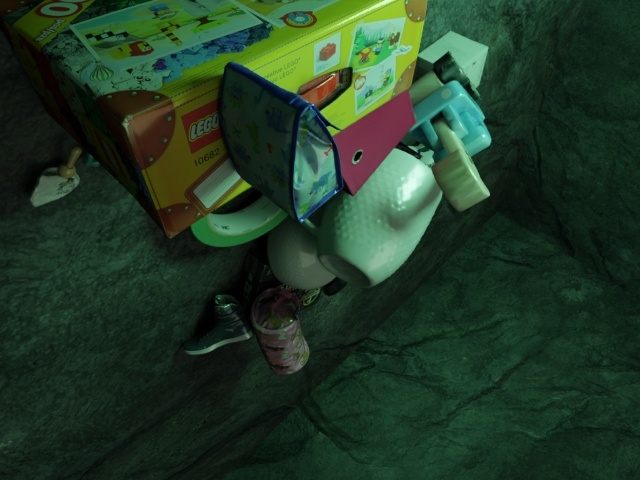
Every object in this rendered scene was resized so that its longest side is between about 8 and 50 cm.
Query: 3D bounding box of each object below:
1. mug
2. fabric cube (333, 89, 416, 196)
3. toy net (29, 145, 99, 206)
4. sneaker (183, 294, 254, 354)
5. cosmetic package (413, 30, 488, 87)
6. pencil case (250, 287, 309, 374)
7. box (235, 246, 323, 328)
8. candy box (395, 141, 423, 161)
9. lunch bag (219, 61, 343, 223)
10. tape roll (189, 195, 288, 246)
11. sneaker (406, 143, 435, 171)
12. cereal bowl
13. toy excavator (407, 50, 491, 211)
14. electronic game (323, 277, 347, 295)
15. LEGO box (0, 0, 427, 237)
[{"bbox_3d":[0.101,-0.072,1.286,0.327,0.374,0.276,-59,174,-20],"label":"mug"},{"bbox_3d":[0.043,-0.311,1.118,0.258,0.259,0.254,-49,153,-4],"label":"fabric cube"},{"bbox_3d":[-0.426,-0.148,0.836,0.232,0.045,0.122,-44,171,-8],"label":"toy net"},{"bbox_3d":[-0.340,0.259,1.451,0.227,0.086,0.163,-18,119,-6],"label":"sneaker"},{"bbox_3d":[0.422,-0.557,1.521,0.184,0.151,0.151,-40,152,-21],"label":"cosmetic package"},{"bbox_3d":[-0.128,0.314,1.553,0.167,0.160,0.386,-10,143,-5],"label":"pencil case"},{"bbox_3d":[-0.118,0.140,1.630,0.395,0.097,0.318,-18,136,-48],"label":"box"},{"bbox_3d":[0.249,-0.233,1.659,0.071,0.159,0.233,-26,144,-39],"label":"candy box"},{"bbox_3d":[-0.047,-0.118,0.530,0.096,0.129,0.151,-43,150,-18],"label":"lunch bag"},{"bbox_3d":[-0.185,-0.119,1.139,0.321,0.077,0.321,-30,153,-16],"label":"tape roll"},{"bbox_3d":[0.411,-0.304,1.846,0.366,0.137,0.210,-45,151,-19],"label":"sneaker"},{"bbox_3d":[0.000,0.000,1.457,0.339,0.141,0.338,-19,116,-47],"label":"cereal bowl"},{"bbox_3d":[0.359,-0.273,1.249,0.222,0.444,0.433,-33,159,26],"label":"toy excavator"},{"bbox_3d":[0.083,0.095,1.619,0.229,0.048,0.229,-50,-167,17],"label":"electronic game"},{"bbox_3d":[-0.145,-0.292,0.717,0.500,0.373,0.193,-38,150,-26],"label":"LEGO box"}]
